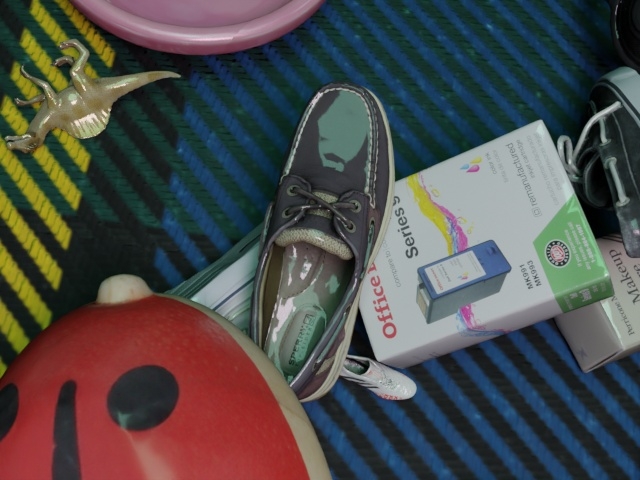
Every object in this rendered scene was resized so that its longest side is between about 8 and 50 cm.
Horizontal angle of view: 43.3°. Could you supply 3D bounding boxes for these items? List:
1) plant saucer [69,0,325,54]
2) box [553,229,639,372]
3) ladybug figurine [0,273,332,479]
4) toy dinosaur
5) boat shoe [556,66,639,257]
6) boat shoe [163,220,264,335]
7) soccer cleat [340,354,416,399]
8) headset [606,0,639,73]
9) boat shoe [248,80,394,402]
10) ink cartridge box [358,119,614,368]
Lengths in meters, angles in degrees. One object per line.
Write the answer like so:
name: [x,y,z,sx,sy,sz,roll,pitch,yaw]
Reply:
plant saucer: [-0.136,-0.334,0.880,0.332,0.084,0.331,3,68,-8]
box: [0.369,0.029,0.805,0.275,0.094,0.113,-19,72,-15]
ladybug figurine: [-0.136,0.244,0.566,0.305,0.162,0.448,-11,79,10]
toy dinosaur: [-0.241,-0.152,0.821,0.183,0.053,0.092,-29,91,-10]
boat shoe: [0.290,-0.075,0.781,0.105,0.113,0.306,-22,30,15]
boat shoe: [-0.082,0.059,0.735,0.226,0.083,0.075,-38,107,-19]
soccer cleat: [0.051,0.127,0.753,0.083,0.035,0.029,22,67,1]
headset: [0.417,-0.190,0.842,0.244,0.185,0.394,16,36,-10]
boat shoe: [0.000,0.000,0.678,0.103,0.092,0.285,14,88,6]
ink cartridge box: [0.134,0.010,0.734,0.213,0.093,0.154,-22,70,17]
